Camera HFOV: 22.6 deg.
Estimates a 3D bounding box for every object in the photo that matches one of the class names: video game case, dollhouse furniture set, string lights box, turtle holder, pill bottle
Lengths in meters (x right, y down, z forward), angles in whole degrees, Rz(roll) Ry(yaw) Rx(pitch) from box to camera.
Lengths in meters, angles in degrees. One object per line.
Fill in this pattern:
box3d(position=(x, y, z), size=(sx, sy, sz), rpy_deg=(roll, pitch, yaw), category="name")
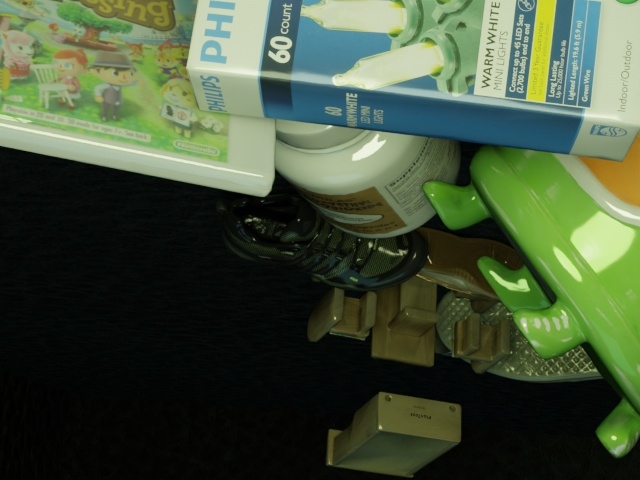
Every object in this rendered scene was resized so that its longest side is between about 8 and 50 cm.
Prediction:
box3d(position=(-0.130, -0.125, 1.002), size=(0.212, 0.193, 0.023), rpy_deg=(11, 140, -12), category="video game case")
box3d(position=(0.087, 0.130, 1.836), size=(0.212, 0.242, 0.161), rpy_deg=(11, 154, -16), category="dollhouse furniture set")
box3d(position=(0.061, -0.133, 0.946), size=(0.259, 0.133, 0.077), rpy_deg=(7, 167, 3), category="string lights box")
box3d(position=(0.253, 0.019, 1.183), size=(0.320, 0.227, 0.243), rpy_deg=(52, -176, -23), category="turtle holder")
box3d(position=(0.021, -0.090, 1.172), size=(0.131, 0.131, 0.229), rpy_deg=(4, 167, 16), category="pill bottle")

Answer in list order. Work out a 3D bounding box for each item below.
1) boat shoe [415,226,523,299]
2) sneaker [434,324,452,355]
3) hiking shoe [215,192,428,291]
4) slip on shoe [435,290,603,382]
box3d(position=(0.161, 0.027, 1.780), size=(0.170, 0.063, 0.059), rpy_deg=(20, 168, -10), category="boat shoe")
box3d(position=(0.213, 0.136, 2.242), size=(0.178, 0.072, 0.077), rpy_deg=(16, 179, 0), category="sneaker")
box3d(position=(0.000, 0.000, 1.687), size=(0.227, 0.086, 0.114), rpy_deg=(7, 171, 6), category="hiking shoe")
box3d(position=(0.305, 0.113, 1.955), size=(0.331, 0.123, 0.101), rpy_deg=(3, 178, 13), category="slip on shoe")
